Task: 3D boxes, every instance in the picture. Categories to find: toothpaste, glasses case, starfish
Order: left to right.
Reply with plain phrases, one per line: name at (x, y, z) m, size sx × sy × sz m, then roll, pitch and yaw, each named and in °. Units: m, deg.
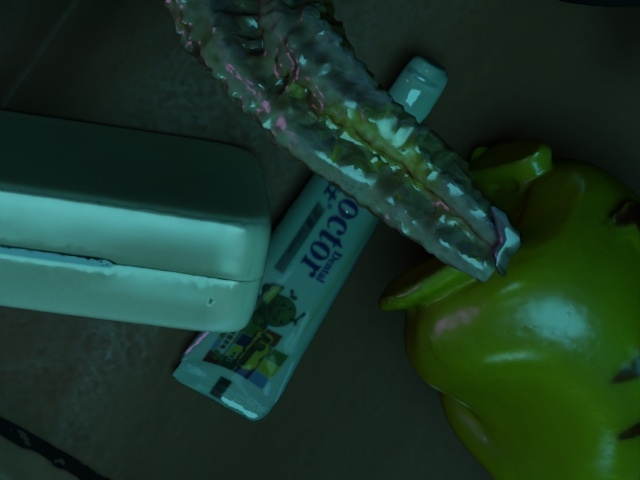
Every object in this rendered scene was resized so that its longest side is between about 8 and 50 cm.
glasses case at (-0.187, -0.022, 0.957) m, size 0.313 × 0.131 × 0.070 m, roll 8°, pitch 111°, yaw -10°
starfish at (-0.091, -0.206, 0.717) m, size 0.384 × 0.132 × 0.398 m, roll 8°, pitch 92°, yaw -6°
toothpaste at (0.000, 0.000, 1.041) m, size 0.067 × 0.037 × 0.255 m, roll 28°, pitch 110°, yaw -16°

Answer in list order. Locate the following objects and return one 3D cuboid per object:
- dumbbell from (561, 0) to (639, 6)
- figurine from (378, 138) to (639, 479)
dumbbell at (0.172, -0.223, 0.909) m, size 0.143 × 0.143 × 0.325 m, roll -10°, pitch 113°, yaw -2°
figurine at (0.176, 0.091, 1.033) m, size 0.169 × 0.218 × 0.327 m, roll -2°, pitch 129°, yaw 39°
